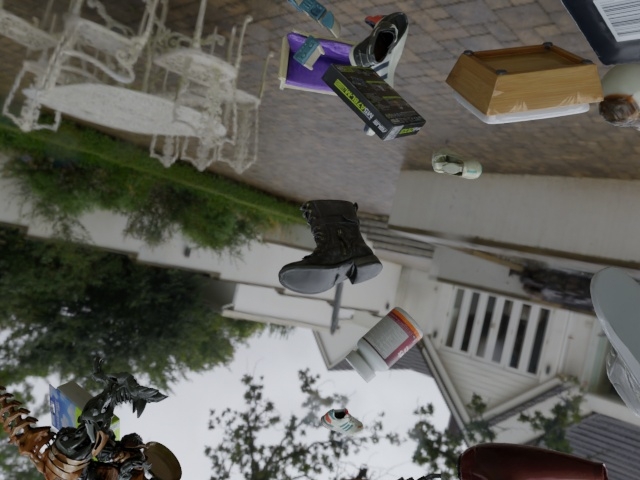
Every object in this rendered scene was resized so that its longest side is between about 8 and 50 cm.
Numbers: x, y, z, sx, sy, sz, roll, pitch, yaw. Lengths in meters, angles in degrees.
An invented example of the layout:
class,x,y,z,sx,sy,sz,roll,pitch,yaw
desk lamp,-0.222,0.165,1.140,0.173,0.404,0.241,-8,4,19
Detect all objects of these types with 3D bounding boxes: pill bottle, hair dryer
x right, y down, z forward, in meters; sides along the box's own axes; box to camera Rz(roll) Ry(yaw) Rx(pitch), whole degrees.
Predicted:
class,x,y,z,sx,sy,sz,roll,pitch,yaw
pill bottle,0.187,0.310,1.565,0.121,0.221,0.121,47,171,10
hair dryer,0.233,0.353,0.677,0.294,0.080,0.223,-25,-161,-5

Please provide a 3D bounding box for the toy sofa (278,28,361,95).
class,x,y,z,sx,sy,sz,roll,pitch,yaw
toy sofa,0.042,-0.581,1.787,0.363,0.150,0.177,7,176,-8

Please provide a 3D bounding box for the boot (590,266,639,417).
class,x,y,z,sx,sy,sz,roll,pitch,yaw
boot,0.512,0.179,0.892,0.095,0.258,0.123,-16,162,-9

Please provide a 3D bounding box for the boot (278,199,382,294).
class,x,y,z,sx,sy,sz,roll,pitch,yaw
boot,0.000,0.000,1.206,0.263,0.091,0.229,-5,-130,-25

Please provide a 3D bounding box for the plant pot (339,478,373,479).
class,x,y,z,sx,sy,sz,roll,pitch,yaw
plant pot,0.048,0.536,0.774,0.291,0.203,0.290,7,-137,-7

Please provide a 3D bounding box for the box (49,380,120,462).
class,x,y,z,sx,sy,sz,roll,pitch,yaw
box,-0.454,0.350,1.015,0.178,0.108,0.042,22,-155,31

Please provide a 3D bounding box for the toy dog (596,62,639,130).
class,x,y,z,sx,sy,sz,roll,pitch,yaw
toy dog,0.936,-0.448,1.393,0.396,0.284,0.408,28,142,-14

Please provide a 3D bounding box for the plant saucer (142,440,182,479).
class,x,y,z,sx,sy,sz,roll,pitch,yaw
plant saucer,-0.267,0.373,0.880,0.083,0.015,0.083,45,-177,-3

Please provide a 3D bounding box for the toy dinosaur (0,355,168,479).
class,x,y,z,sx,sy,sz,roll,pitch,yaw
toy dinosaur,-0.345,0.304,0.798,0.164,0.218,0.322,1,143,50

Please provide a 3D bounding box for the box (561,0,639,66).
class,x,y,z,sx,sy,sz,roll,pitch,yaw
box,0.671,-0.610,1.052,0.294,0.395,0.212,29,171,-37

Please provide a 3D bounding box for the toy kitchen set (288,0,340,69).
class,x,y,z,sx,sy,sz,roll,pitch,yaw
toy kitchen set,-0.069,-0.633,1.538,0.207,0.166,0.122,44,-169,21

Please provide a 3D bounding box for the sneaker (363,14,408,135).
class,x,y,z,sx,sy,sz,roll,pitch,yaw
sneaker,0.150,-0.499,1.588,0.148,0.349,0.131,12,-172,-3

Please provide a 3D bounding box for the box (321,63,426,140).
class,x,y,z,sx,sy,sz,roll,pitch,yaw
box,0.117,-0.291,1.104,0.184,0.045,0.191,45,-149,12

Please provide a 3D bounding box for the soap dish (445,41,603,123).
class,x,y,z,sx,sy,sz,roll,pitch,yaw
soap dish,0.480,-0.381,1.257,0.291,0.118,0.229,-9,-144,-8

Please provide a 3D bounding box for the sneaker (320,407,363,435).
class,x,y,z,sx,sy,sz,roll,pitch,yaw
sneaker,0.084,0.585,1.717,0.161,0.075,0.057,22,-149,-23

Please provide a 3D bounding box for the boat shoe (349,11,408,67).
class,x,y,z,sx,sy,sz,roll,pitch,yaw
boat shoe,0.168,-0.514,1.352,0.079,0.233,0.084,1,132,49

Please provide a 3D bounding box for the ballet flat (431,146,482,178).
class,x,y,z,sx,sy,sz,roll,pitch,yaw
ballet flat,0.409,-0.246,1.687,0.086,0.086,0.248,14,-170,-27
